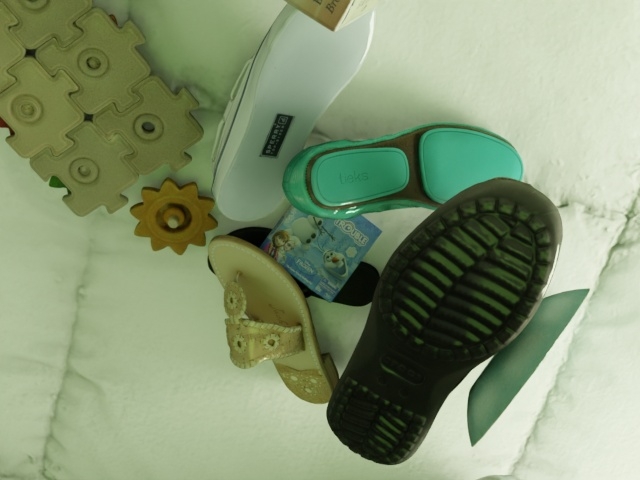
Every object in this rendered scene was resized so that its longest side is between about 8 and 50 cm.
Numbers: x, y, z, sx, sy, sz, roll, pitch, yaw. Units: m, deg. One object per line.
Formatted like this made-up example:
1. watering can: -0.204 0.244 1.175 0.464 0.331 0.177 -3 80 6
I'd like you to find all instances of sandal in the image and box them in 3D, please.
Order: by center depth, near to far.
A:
1. sandal: -0.052 0.105 1.154 0.088 0.079 0.240 -1 136 32
2. sandal: -0.025 0.032 1.164 0.179 0.040 0.067 13 120 -6

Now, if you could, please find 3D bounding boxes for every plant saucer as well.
1. plant saucer: 0.193 0.115 1.134 0.037 0.195 0.195 37 117 9

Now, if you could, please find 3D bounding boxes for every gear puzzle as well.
1. gear puzzle: -0.207 -0.120 1.088 0.175 0.044 0.339 -32 117 16

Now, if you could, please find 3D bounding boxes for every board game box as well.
1. board game box: 0.000 0.000 1.136 0.090 0.020 0.090 36 86 -18

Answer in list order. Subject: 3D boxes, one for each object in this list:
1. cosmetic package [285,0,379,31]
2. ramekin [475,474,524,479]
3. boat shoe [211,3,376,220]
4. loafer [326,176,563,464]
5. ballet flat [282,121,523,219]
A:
1. cosmetic package: -0.060 -0.305 0.874 0.296 0.129 0.153 32 116 5
2. ramekin: 0.176 0.375 1.236 0.127 0.273 0.273 38 115 -6
3. boat shoe: -0.040 -0.140 1.040 0.095 0.084 0.258 15 121 -32
4. loafer: 0.114 0.064 1.118 0.134 0.130 0.366 35 129 2
5. ballet flat: 0.071 -0.066 1.072 0.247 0.087 0.083 -6 96 -30
